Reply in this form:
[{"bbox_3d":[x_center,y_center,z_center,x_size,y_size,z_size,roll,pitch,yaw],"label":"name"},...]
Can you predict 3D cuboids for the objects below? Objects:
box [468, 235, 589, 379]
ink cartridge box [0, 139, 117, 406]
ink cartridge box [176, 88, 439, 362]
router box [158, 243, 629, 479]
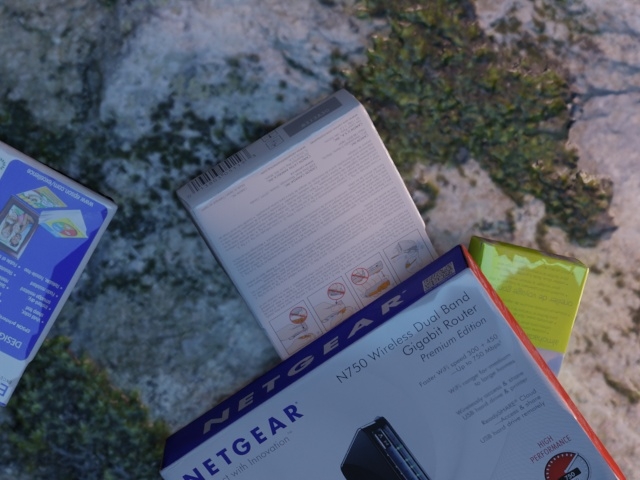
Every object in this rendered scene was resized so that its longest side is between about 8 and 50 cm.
[{"bbox_3d":[0.173,0.094,1.688,0.109,0.042,0.178,13,98,-11],"label":"box"},{"bbox_3d":[-0.317,0.008,1.585,0.206,0.045,0.208,29,92,-13],"label":"ink cartridge box"},{"bbox_3d":[0.000,0.000,1.651,0.181,0.056,0.225,-32,121,-4],"label":"ink cartridge box"},{"bbox_3d":[0.075,0.220,1.641,0.335,0.082,0.301,-35,103,8],"label":"router box"}]
